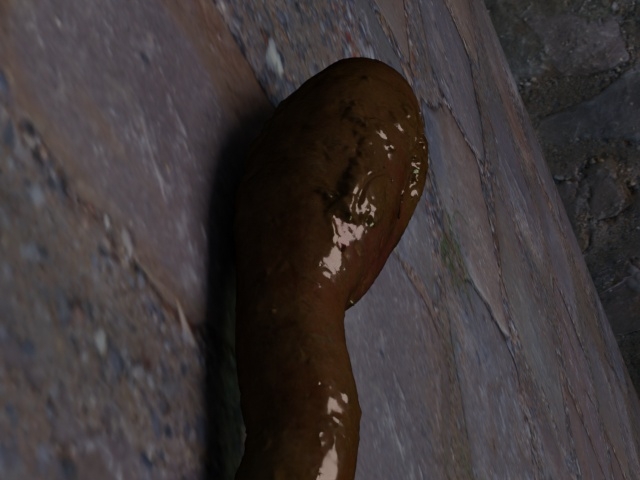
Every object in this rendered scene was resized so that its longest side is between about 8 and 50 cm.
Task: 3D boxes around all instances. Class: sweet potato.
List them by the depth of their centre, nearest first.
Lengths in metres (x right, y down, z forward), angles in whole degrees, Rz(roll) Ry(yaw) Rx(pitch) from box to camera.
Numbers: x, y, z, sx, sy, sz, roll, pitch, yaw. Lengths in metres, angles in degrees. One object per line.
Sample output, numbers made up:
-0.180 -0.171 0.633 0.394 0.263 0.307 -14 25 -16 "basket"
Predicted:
0.000 0.000 0.609 0.385 0.109 0.109 -76 145 -50 "sweet potato"
